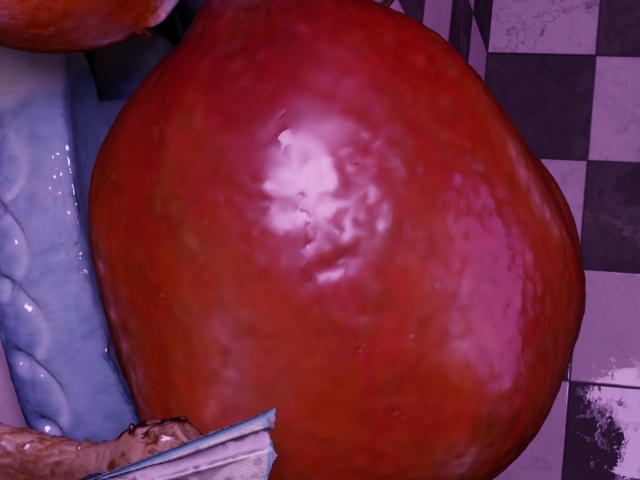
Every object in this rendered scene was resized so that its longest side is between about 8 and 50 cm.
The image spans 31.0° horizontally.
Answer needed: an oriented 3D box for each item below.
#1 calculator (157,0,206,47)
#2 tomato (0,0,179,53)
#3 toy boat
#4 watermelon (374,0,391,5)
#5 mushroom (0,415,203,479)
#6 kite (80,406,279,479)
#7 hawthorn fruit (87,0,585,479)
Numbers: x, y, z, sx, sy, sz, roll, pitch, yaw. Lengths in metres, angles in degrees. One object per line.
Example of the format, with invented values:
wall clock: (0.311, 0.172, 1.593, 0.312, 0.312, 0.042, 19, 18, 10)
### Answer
calculator: (-0.093, -0.156, 0.860, 0.177, 0.040, 0.268, 58, -6, 31)
tomato: (-0.144, -0.205, 0.561, 0.232, 0.189, 0.232, 9, 90, -78)
toy boat: (-0.152, 0.019, 0.782, 0.215, 0.123, 0.330, -35, 115, -68)
watermelon: (0.006, -0.237, 1.092, 0.305, 0.180, 0.224, -61, 140, -59)
mushroom: (-0.151, 0.124, 0.559, 0.148, 0.218, 0.227, -67, 156, -50)
kite: (-0.130, 0.231, 0.545, 0.406, 0.368, 0.014, -64, -158, 19)
hawthorn fruit: (0.009, 0.014, 0.638, 0.311, 0.295, 0.295, 78, 23, -47)
